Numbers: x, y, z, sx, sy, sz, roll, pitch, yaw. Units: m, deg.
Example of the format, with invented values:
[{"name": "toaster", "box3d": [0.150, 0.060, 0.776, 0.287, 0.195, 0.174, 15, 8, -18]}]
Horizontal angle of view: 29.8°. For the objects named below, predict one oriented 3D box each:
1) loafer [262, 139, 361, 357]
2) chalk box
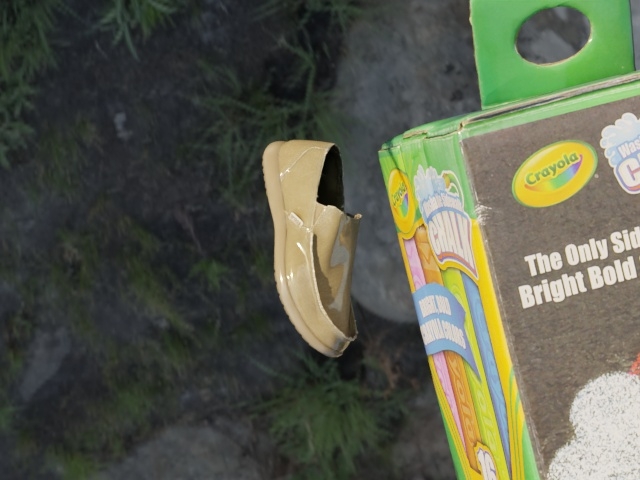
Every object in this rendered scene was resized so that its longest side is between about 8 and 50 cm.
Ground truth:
[{"name": "loafer", "box3d": [0.000, 0.000, 0.764, 0.050, 0.148, 0.056, -20, 166, 24]}, {"name": "chalk box", "box3d": [0.148, -0.003, 0.660, 0.180, 0.179, 0.289, -13, 93, -9]}]
